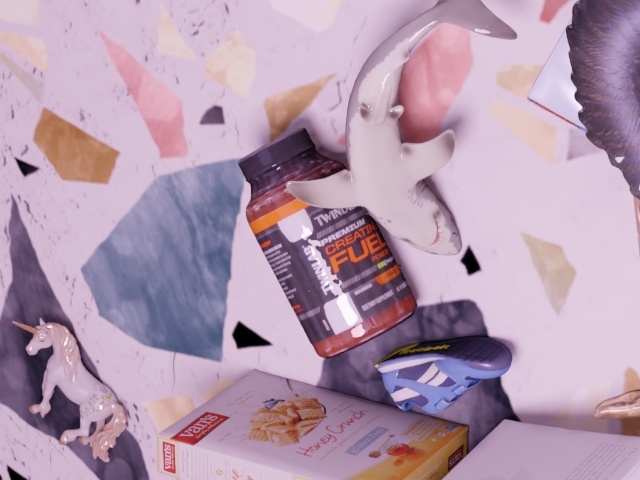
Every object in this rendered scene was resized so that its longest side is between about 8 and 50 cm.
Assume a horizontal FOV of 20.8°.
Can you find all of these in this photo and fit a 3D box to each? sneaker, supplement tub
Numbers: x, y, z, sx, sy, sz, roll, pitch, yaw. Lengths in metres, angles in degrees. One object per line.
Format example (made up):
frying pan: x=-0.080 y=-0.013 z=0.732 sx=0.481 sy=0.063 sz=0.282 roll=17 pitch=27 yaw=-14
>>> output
sneaker: x=0.117 y=0.123 z=1.582 sx=0.144 sy=0.053 sz=0.059 roll=-9 pitch=101 yaw=43
supplement tub: x=0.000 y=0.000 z=1.578 sx=0.106 sy=0.106 sz=0.198 roll=-27 pitch=92 yaw=36

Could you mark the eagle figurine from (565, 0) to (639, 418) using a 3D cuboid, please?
eagle figurine: x=0.298 y=-0.036 z=1.146 sx=0.225 sy=0.226 sz=0.298 roll=-31 pitch=57 yaw=56

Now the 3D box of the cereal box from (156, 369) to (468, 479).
cereal box: x=-0.007 y=0.192 z=1.611 sx=0.240 sy=0.173 sz=0.047 roll=12 pitch=113 yaw=28

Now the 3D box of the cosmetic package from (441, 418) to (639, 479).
cosmetic package: x=0.176 y=0.274 z=1.432 sx=0.138 sy=0.224 sz=0.224 roll=55 pitch=157 yaw=-14

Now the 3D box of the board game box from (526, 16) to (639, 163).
board game box: x=0.352 y=-0.160 z=1.224 sx=0.302 sy=0.086 sz=0.308 roll=31 pitch=107 yaw=5

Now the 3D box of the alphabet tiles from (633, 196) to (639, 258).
alphabet tiles: x=0.337 y=-0.081 z=1.393 sx=0.198 sy=0.009 sz=0.237 roll=0 pitch=107 yaw=33

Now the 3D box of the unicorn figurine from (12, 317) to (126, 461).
unicorn figurine: x=-0.266 y=0.152 z=1.840 sx=0.162 sy=0.060 sz=0.111 roll=34 pitch=123 yaw=-1

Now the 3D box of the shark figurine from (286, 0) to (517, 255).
shark figurine: x=0.063 y=-0.124 z=1.503 sx=0.166 sy=0.116 sz=0.278 roll=6 pitch=124 yaw=-5
